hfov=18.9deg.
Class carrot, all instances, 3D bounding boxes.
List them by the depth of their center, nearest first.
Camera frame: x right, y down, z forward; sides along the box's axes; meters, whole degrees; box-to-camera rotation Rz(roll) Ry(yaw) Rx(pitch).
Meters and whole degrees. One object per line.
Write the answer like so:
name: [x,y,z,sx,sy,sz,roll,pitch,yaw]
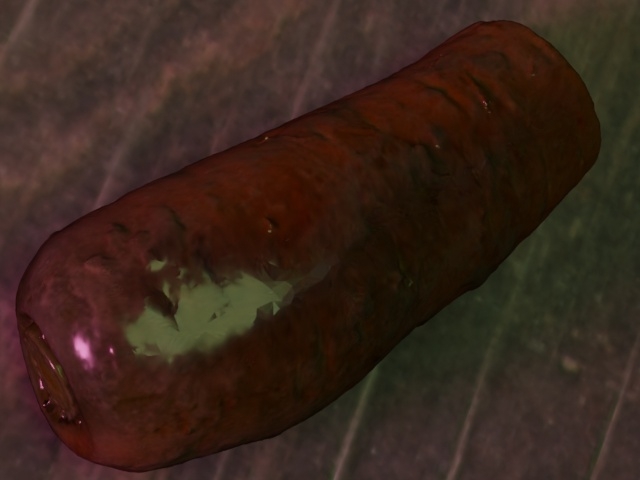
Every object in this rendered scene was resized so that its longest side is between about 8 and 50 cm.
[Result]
carrot: [0.000,0.000,0.901,0.302,0.138,0.139,-34,95,-24]
